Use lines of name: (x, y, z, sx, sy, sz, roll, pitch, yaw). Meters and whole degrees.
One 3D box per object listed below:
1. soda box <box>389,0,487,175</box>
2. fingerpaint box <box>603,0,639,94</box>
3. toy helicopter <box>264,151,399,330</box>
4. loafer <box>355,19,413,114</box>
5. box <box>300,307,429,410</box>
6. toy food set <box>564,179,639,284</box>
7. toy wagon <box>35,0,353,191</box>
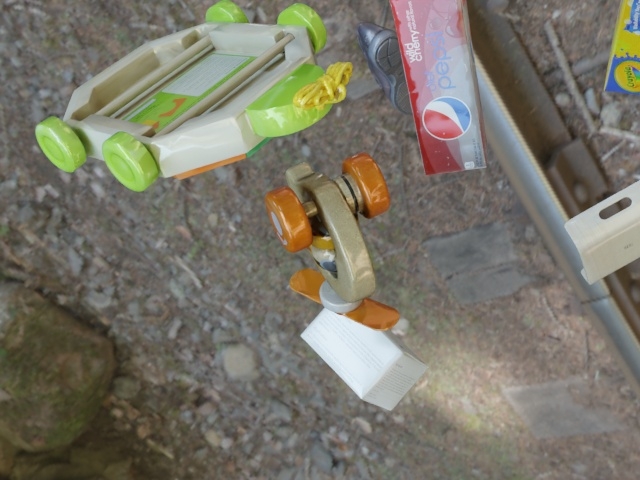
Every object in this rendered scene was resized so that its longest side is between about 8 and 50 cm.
soda box: (0.164, -0.223, 1.089, 0.092, 0.083, 0.263, -6, 124, 16)
fingerpaint box: (0.730, -0.416, 1.442, 0.370, 0.163, 0.445, 11, 163, 16)
toy helicopter: (0.000, 0.000, 1.138, 0.235, 0.140, 0.355, 69, 168, -16)
loafer: (0.163, -0.392, 1.813, 0.095, 0.109, 0.302, 49, -177, 30)
box: (0.087, 0.213, 1.550, 0.181, 0.119, 0.182, 43, -178, 30)
toy food set: (0.674, -0.024, 1.829, 0.219, 0.092, 0.306, -31, 151, 10)
toy wagon: (-0.107, -0.143, 0.794, 0.344, 0.267, 0.068, 17, 140, 41)
